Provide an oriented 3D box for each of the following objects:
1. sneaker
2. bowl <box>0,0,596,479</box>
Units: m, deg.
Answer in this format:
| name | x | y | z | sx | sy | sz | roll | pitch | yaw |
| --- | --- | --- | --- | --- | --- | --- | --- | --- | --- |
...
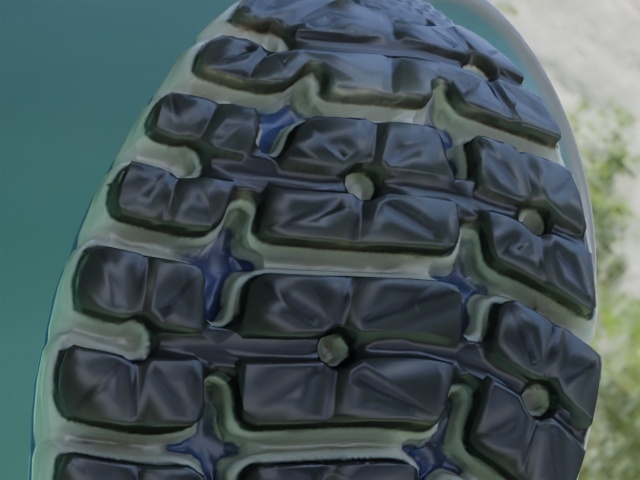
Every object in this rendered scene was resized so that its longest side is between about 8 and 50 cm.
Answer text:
| name | x | y | z | sx | sy | sz | roll | pitch | yaw |
| --- | --- | --- | --- | --- | --- | --- | --- | --- | --- |
| sneaker | -0.031 | 0.095 | 0.453 | 0.130 | 0.330 | 0.147 | 16 | -8 | -19 |
| bowl | 0.000 | 0.000 | 0.762 | 0.163 | 0.311 | 0.311 | -13 | -43 | 36 |
